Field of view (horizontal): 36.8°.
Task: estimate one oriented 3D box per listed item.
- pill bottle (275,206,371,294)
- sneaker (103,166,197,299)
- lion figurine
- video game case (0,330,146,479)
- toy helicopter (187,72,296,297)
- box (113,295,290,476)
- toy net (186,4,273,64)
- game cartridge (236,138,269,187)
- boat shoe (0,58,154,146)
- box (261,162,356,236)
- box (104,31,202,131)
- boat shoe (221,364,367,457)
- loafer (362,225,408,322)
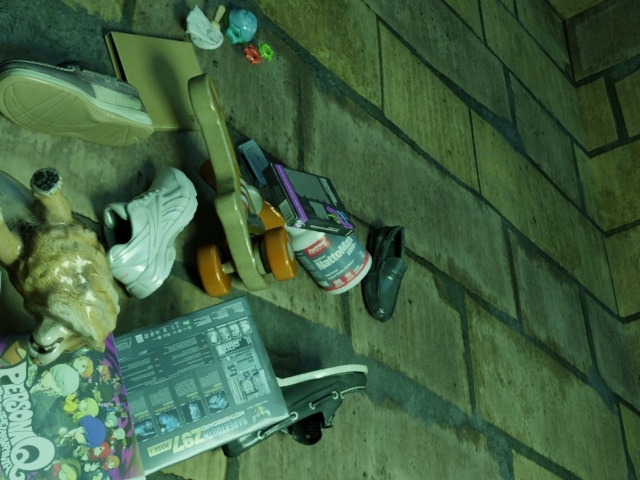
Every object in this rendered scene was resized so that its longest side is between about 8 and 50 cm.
[{"bbox_3d":[0.000,0.000,1.724,0.180,0.108,0.108,50,35,-24],"label":"pill bottle"},{"bbox_3d":[-0.254,-0.035,1.389,0.115,0.090,0.232,41,39,-30],"label":"sneaker"},{"bbox_3d":[-0.380,-0.040,1.091,0.142,0.240,0.392,-40,73,-19],"label":"lion figurine"},{"bbox_3d":[-0.320,0.219,1.124,0.210,0.042,0.232,-4,73,-42],"label":"video game case"},{"bbox_3d":[-0.138,-0.093,1.541,0.235,0.140,0.355,-65,140,-78],"label":"toy helicopter"},{"bbox_3d":[-0.177,0.194,1.294,0.233,0.059,0.183,-18,83,-31],"label":"box"},{"bbox_3d":[-0.177,-0.372,1.764,0.232,0.045,0.122,-22,91,-57],"label":"toy net"},{"bbox_3d":[-0.116,-0.139,1.728,0.056,0.017,0.083,-36,101,-54],"label":"game cartridge"},{"bbox_3d":[-0.348,-0.204,1.349,0.285,0.103,0.092,13,55,-57],"label":"boat shoe"},{"bbox_3d":[-0.018,-0.066,1.622,0.162,0.029,0.116,9,47,-49],"label":"box"},{"bbox_3d":[-0.257,-0.258,1.588,0.201,0.021,0.164,-9,78,-57],"label":"box"},{"bbox_3d":[-0.037,0.263,1.483,0.340,0.127,0.113,1,71,-55],"label":"boat shoe"},{"bbox_3d":[0.133,0.060,1.913,0.076,0.078,0.223,41,40,-35],"label":"loafer"}]
